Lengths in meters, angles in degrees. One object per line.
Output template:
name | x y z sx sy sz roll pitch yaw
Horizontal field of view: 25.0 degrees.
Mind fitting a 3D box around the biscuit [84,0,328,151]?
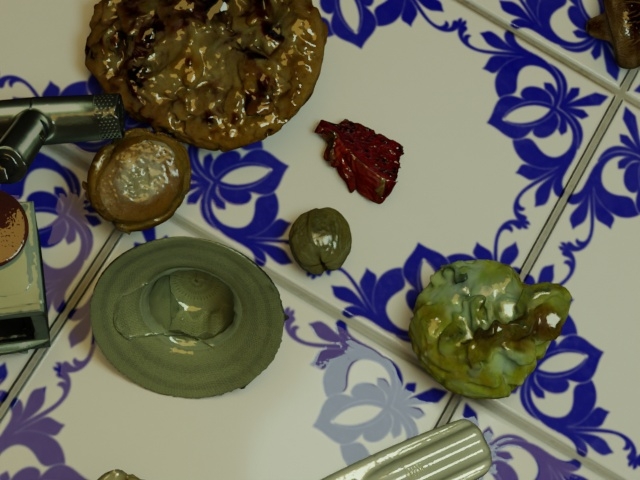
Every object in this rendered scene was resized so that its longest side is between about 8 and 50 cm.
biscuit | -0.155 -0.273 1.921 0.334 0.081 0.289 18 79 15

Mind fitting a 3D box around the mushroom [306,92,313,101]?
mushroom | -0.066 -0.231 1.964 0.127 0.087 0.127 3 72 -8

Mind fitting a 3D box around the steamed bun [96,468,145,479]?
steamed bun | -0.281 0.424 1.728 0.292 0.137 0.295 2 80 -9

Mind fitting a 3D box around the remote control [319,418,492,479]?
remote control | 0.110 0.306 1.859 0.230 0.049 0.090 -23 77 -12

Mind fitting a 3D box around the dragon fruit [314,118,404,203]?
dragon fruit | 0.044 -0.108 1.974 0.131 0.063 0.097 26 40 -1

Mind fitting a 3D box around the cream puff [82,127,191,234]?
cream puff | -0.237 -0.081 1.887 0.144 0.103 0.126 -40 100 2

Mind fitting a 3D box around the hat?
hat | -0.162 0.073 1.844 0.252 0.252 0.110 12 32 -5

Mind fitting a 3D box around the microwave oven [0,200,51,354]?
microwave oven | -0.402 0.049 1.772 0.122 0.208 0.162 -7 75 -10

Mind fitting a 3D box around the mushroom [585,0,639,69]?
mushroom | 0.434 -0.306 2.052 0.085 0.109 0.126 -13 93 -16

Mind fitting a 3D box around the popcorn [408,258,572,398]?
popcorn | 0.222 0.106 1.862 0.198 0.212 0.198 10 74 -40

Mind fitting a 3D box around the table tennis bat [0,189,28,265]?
table tennis bat | -0.416 -0.011 1.668 0.154 0.019 0.098 -8 76 -13

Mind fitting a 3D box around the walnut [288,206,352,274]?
walnut | 0.000 0.000 1.914 0.092 0.092 0.092 2 74 -8

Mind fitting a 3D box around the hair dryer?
hair dryer | -0.423 -0.141 1.745 0.320 0.284 0.156 -4 93 9
